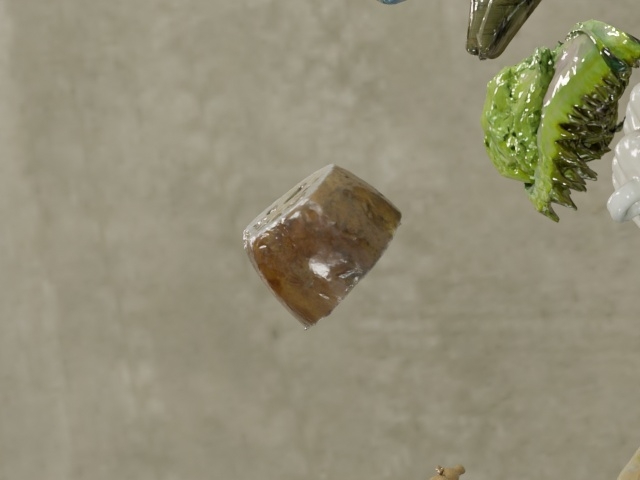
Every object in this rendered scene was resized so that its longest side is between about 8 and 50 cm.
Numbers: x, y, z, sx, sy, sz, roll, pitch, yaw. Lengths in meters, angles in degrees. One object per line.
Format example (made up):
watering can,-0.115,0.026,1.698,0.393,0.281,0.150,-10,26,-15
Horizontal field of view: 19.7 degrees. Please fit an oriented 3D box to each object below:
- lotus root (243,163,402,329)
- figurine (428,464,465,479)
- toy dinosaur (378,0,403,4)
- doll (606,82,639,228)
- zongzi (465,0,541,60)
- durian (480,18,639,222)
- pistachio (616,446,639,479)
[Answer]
lotus root,0.002,-0.002,1.370,0.081,0.112,0.122,49,179,-9
figurine,0.083,0.341,1.908,0.158,0.275,0.161,45,130,32
toy dinosaur,0.067,-0.170,0.611,0.188,0.247,0.075,80,166,-72
doll,0.289,-0.075,1.082,0.119,0.293,0.138,61,162,13
zongzi,0.151,-0.170,1.375,0.083,0.040,0.076,4,85,26
durian,0.192,-0.093,1.531,0.132,0.106,0.375,51,169,7
pistachio,0.460,0.255,1.711,0.281,0.445,0.365,-9,99,61
